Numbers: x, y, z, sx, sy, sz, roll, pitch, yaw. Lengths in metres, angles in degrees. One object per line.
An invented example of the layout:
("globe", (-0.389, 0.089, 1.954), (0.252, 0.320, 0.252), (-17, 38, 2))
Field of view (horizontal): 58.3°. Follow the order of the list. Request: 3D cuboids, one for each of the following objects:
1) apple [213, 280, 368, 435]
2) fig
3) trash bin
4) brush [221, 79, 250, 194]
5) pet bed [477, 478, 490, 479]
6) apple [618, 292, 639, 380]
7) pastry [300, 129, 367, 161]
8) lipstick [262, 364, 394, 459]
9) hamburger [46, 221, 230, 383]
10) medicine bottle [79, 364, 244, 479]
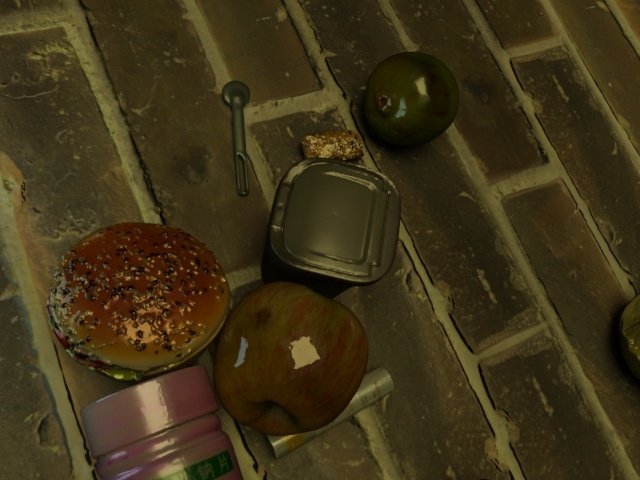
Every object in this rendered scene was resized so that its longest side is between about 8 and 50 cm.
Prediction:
("apple", (-0.054, 0.207, 0.978), (0.264, 0.264, 0.265), (5, 69, -15))
("fig", (0.218, -0.315, 1.283), (0.230, 0.207, 0.207), (-3, 72, -22))
("trash bin", (0.000, 0.000, 1.076), (0.219, 0.250, 0.220), (17, 67, -9))
("brush", (-0.176, -0.220, 1.232), (0.062, 0.027, 0.266), (-1, 75, -17))
("pet bed", (0.266, 0.531, 1.006), (0.211, 0.183, 0.159), (-35, 90, -22))
("apple", (0.805, 0.220, 1.248), (0.279, 0.279, 0.279), (5, 69, -15))
("pastry", (0.028, -0.207, 1.267), (0.140, 0.056, 0.080), (-17, 88, -24))
("lipstick", (0.020, 0.318, 1.073), (0.263, 0.059, 0.059), (-24, 79, -22))
("hamburger", (-0.303, 0.100, 0.969), (0.300, 0.176, 0.300), (5, 54, -8))
("medicine bottle", (-0.228, 0.383, 0.893), (0.212, 0.212, 0.326), (-16, 77, -21))
